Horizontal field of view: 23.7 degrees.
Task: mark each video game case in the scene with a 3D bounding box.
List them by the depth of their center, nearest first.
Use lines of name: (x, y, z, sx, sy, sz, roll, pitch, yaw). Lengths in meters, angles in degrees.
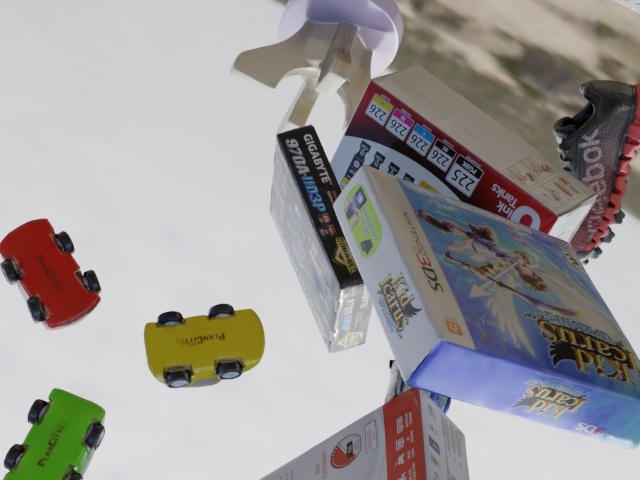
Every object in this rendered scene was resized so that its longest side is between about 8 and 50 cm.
video game case: (0.163, 0.060, 1.401, 0.269, 0.061, 0.244, 18, -148, -30)

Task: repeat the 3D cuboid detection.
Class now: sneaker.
sneaker: (0.376, -0.103, 2.134, 0.135, 0.276, 0.097, 16, -161, -4)

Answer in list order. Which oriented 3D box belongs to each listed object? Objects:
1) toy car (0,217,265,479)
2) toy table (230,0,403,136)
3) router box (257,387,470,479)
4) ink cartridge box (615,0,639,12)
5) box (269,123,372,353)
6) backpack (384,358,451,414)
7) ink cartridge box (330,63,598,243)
toy car: (-0.187, 0.118, 1.233, 0.239, 0.225, 0.053, 22, 155, 7)
toy table: (0.009, -0.252, 2.227, 0.252, 0.161, 0.274, 21, 156, 1)
router box: (0.001, 0.331, 1.396, 0.082, 0.301, 0.335, 47, -159, -25)
ink cartridge box: (0.383, -0.331, 1.798, 0.061, 0.181, 0.104, -9, 171, 33)
box: (0.000, 0.000, 1.814, 0.175, 0.051, 0.220, 97, 153, -59)
backpack: (0.132, 0.191, 2.010, 0.084, 0.105, 0.114, 13, 155, -3)
ink cartridge box: (0.159, -0.030, 2.018, 0.309, 0.272, 0.130, 37, -147, 19)
